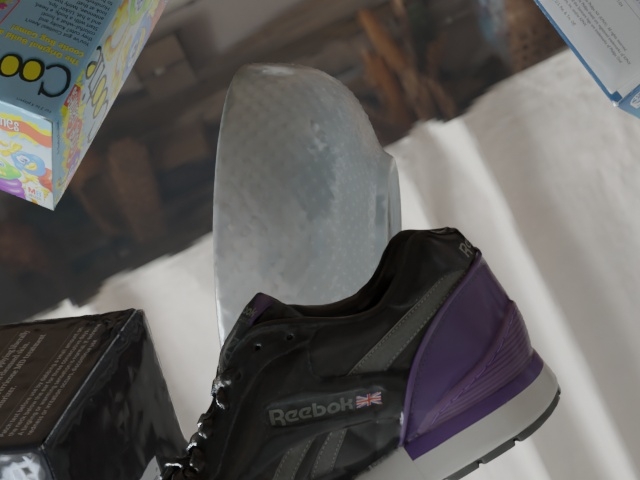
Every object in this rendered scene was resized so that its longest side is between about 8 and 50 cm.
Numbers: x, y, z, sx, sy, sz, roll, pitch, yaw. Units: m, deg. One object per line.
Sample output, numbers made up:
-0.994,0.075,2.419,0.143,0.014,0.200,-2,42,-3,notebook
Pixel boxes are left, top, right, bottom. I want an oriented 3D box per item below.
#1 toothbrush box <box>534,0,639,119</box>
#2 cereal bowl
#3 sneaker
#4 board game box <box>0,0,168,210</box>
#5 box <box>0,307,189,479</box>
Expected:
0.246,-0.198,1.162,0.126,0.216,0.295,-39,160,17,toothbrush box
0.000,0.000,1.416,0.141,0.339,0.339,-1,-169,8,cereal bowl
-0.030,0.094,0.755,0.283,0.124,0.107,-32,-168,-11,sneaker
-0.236,-0.191,1.324,0.142,0.144,0.275,106,6,-59,board game box
-0.394,0.365,1.751,0.471,0.480,0.297,-6,-155,20,box
